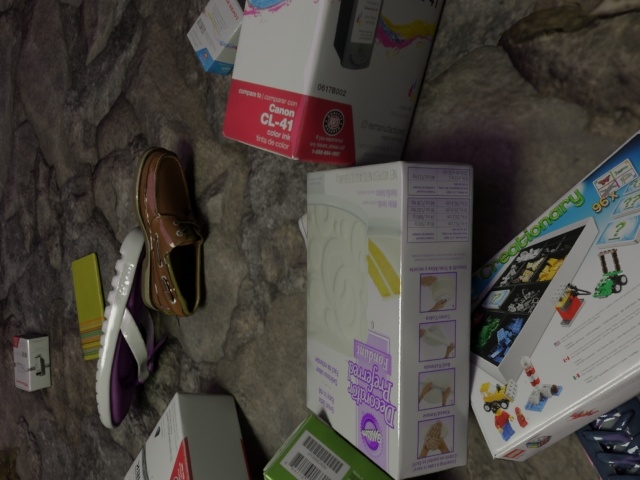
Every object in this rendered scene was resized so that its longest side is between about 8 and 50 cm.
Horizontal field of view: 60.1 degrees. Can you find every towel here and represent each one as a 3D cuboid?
[{"bbox_3d":[-0.528,0.154,1.282,0.102,0.021,0.237,-16,81,34],"label":"towel"}]

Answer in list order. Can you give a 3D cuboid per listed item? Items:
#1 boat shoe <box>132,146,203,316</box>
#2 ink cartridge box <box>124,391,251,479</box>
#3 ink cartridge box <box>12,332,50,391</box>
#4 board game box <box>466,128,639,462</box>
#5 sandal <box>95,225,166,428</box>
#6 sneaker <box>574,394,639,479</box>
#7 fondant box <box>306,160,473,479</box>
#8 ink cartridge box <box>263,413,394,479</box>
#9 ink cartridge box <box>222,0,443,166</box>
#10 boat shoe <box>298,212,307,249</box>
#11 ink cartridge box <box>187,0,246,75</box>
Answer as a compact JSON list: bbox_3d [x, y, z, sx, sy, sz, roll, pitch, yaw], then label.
[{"bbox_3d":[-0.259,-0.013,0.999,0.104,0.110,0.307,10,109,35],"label":"boat shoe"},{"bbox_3d":[-0.238,0.426,0.956,0.273,0.114,0.197,-57,36,27],"label":"ink cartridge box"},{"bbox_3d":[-0.761,0.318,1.458,0.099,0.056,0.135,-1,92,40],"label":"ink cartridge box"},{"bbox_3d":[0.258,0.060,0.552,0.305,0.053,0.193,-48,37,31],"label":"board game box"},{"bbox_3d":[-0.357,0.182,1.080,0.102,0.169,0.416,10,101,-2],"label":"sandal"},{"bbox_3d":[0.314,0.222,0.510,0.112,0.131,0.319,-51,58,29],"label":"sneaker"},{"bbox_3d":[0.070,0.076,0.674,0.238,0.096,0.330,-172,81,-65],"label":"fondant box"},{"bbox_3d":[0.023,0.364,0.761,0.189,0.097,0.255,35,153,17],"label":"ink cartridge box"},{"bbox_3d":[0.028,-0.250,0.661,0.131,0.226,0.306,26,109,35],"label":"ink cartridge box"},{"bbox_3d":[0.000,0.000,0.824,0.035,0.035,0.100,-39,62,37],"label":"boat shoe"},{"bbox_3d":[-0.157,-0.351,0.920,0.122,0.052,0.088,-41,68,35],"label":"ink cartridge box"}]
